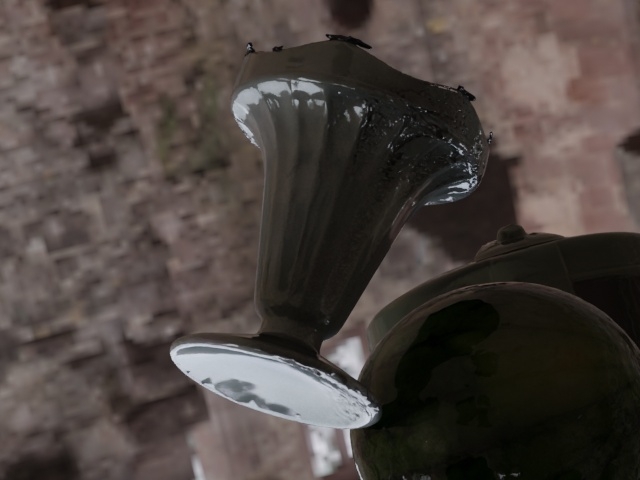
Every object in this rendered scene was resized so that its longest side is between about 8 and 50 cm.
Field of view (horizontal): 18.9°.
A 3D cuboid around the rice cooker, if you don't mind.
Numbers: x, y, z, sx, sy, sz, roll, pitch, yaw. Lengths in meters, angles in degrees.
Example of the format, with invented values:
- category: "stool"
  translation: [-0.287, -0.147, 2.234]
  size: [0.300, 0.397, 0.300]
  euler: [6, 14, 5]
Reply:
- category: "rice cooker"
  translation: [0.192, 0.135, 1.621]
  size: [0.288, 0.277, 0.288]
  euler: [-14, 162, -5]

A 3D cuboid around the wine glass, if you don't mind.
- category: "wine glass"
  translation: [0.000, 0.000, 1.140]
  size: [0.165, 0.165, 0.196]
  euler: [3, -114, 42]

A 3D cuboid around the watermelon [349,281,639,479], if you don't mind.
- category: "watermelon"
  translation: [0.104, 0.122, 1.187]
  size: [0.215, 0.188, 0.188]
  euler: [-24, -168, 20]
